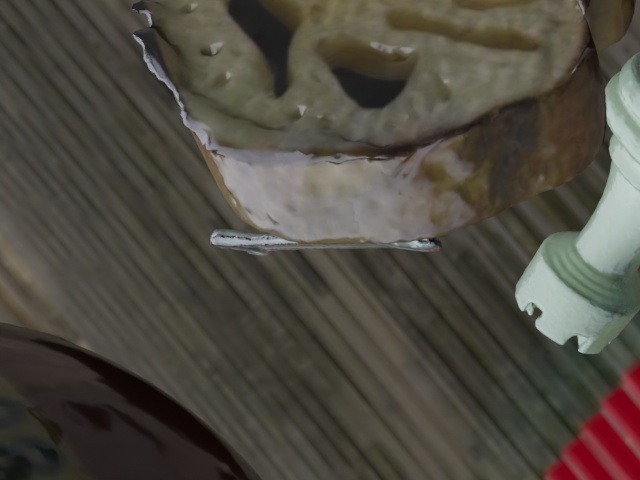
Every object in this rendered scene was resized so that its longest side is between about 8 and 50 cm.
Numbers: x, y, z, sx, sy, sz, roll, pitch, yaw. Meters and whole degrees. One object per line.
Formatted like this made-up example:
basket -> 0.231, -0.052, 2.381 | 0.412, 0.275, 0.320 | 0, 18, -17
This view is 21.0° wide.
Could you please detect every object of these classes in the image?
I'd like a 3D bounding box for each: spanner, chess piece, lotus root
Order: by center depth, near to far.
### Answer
lotus root -> 0.041, -0.170, 1.237 | 0.375, 0.390, 0.111 | 18, 148, 22
spanner -> 0.000, 0.000, 1.503 | 0.071, 0.017, 0.302 | 12, 172, -32
chess piece -> 0.318, -0.027, 1.743 | 0.195, 0.299, 0.194 | 20, -145, -15

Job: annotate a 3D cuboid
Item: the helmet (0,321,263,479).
helmet -> -0.096, 0.167, 0.541 | 0.385, 0.230, 0.337 | 26, 125, 43
